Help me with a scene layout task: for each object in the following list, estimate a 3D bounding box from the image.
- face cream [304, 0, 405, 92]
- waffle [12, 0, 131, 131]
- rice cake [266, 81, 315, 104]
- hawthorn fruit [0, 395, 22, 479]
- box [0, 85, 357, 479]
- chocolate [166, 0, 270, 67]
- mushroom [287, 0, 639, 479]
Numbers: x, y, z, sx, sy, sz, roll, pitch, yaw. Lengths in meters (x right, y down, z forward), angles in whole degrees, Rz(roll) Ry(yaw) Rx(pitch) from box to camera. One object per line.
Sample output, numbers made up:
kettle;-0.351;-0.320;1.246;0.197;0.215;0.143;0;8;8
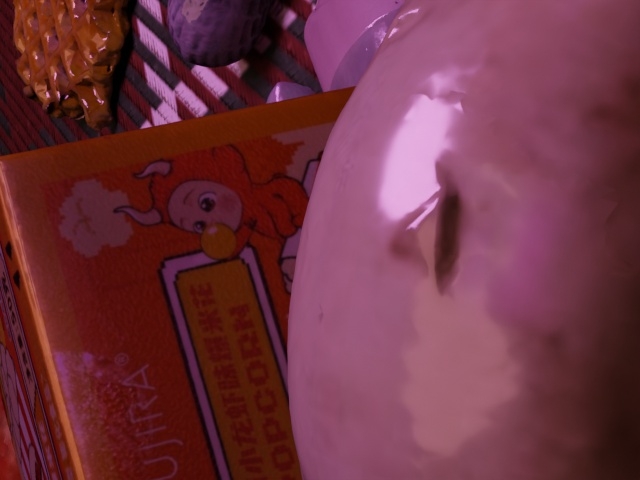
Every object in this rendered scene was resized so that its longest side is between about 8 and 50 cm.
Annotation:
face cream;0.062;-0.039;0.851;0.107;0.073;0.269;-55;45;45
waffle;-0.233;-0.234;1.424;0.245;0.052;0.254;44;129;51
rice cake;-0.001;-0.001;1.007;0.080;0.042;0.222;122;137;-54
hawthorn fruit;-0.129;0.168;1.081;0.242;0.241;0.272;32;123;57
box;-0.048;0.108;0.805;0.259;0.213;0.284;120;133;-69
chocolate;-0.061;-0.186;1.078;0.167;0.072;0.072;-59;42;43
mushroom;0.171;0.020;0.448;0.336;0.314;0.314;5;97;39
